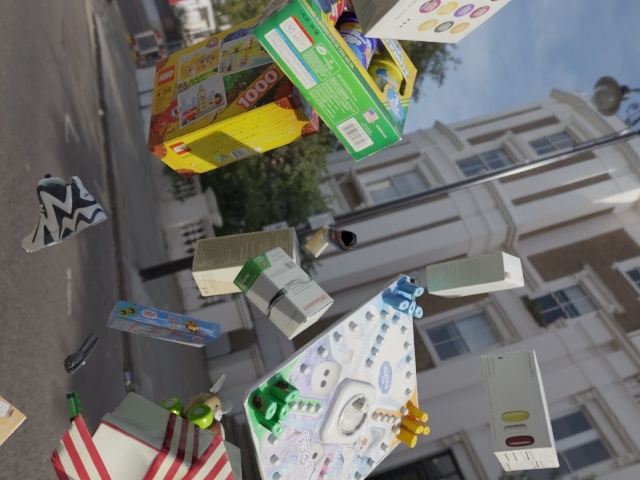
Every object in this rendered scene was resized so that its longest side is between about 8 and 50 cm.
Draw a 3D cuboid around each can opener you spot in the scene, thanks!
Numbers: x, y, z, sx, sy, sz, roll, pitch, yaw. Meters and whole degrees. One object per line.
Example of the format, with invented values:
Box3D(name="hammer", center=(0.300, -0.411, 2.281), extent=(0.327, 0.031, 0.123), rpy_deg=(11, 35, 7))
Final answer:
Box3D(name="can opener", center=(-0.833, 0.395, 2.032), extent=(0.059, 0.073, 0.186), rpy_deg=(64, 24, -20))

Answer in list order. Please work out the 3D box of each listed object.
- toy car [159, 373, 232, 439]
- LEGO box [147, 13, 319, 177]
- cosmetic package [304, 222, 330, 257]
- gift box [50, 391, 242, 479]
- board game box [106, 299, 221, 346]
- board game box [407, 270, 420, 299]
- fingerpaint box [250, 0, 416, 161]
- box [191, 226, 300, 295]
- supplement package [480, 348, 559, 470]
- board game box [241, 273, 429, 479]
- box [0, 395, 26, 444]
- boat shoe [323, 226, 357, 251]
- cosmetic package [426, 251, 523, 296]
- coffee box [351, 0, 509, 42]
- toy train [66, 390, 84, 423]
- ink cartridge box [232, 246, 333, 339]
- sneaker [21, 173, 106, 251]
Box3D(name="toy car", center=(-0.252, 0.396, 1.304), extent=(0.188, 0.149, 0.155), rpy_deg=(-43, 133, -56))
Box3D(name="LEGO box", center=(-0.269, -0.458, 1.811), extent=(0.193, 0.500, 0.372), rpy_deg=(42, 38, -54))
Box3D(name="cosmetic package", center=(0.000, 0.000, 2.114), extent=(0.060, 0.115, 0.041), rpy_deg=(38, -12, 12))
Box3D(name="gift box", center=(-0.260, 0.367, 0.843), extent=(0.276, 0.255, 0.258), rpy_deg=(-65, -173, -6))
Box3D(name="board game box", center=(-0.336, 0.182, 1.231), extent=(0.160, 0.212, 0.039), rpy_deg=(-32, -136, 60))
Box3D(name="board game box", center=(0.232, 0.150, 1.510), extent=(0.186, 0.026, 0.126), rpy_deg=(-12, 113, -75))
Box3D(name="fingerpaint box", center=(0.065, -0.505, 1.554), extent=(0.445, 0.163, 0.371), rpy_deg=(48, 39, -27))
Box3D(name="box", center=(-0.222, 0.065, 1.776), extent=(0.121, 0.311, 0.148), rpy_deg=(79, 7, -45))
Box3D(name="supplement package", center=(0.536, 0.458, 1.559), extent=(0.204, 0.145, 0.261), rpy_deg=(54, 30, -49))
Box3D(name="board game box", center=(0.060, 0.311, 1.023), extent=(0.050, 0.390, 0.389), rpy_deg=(21, -49, 41))
Box3D(name="box", center=(-0.851, 0.444, 1.426), extent=(0.170, 0.091, 0.130), rpy_deg=(45, 27, -13))
Box3D(name="boat shoe", center=(0.081, 0.001, 1.859), extent=(0.183, 0.066, 0.066), rpy_deg=(16, 78, -58))
Box3D(name="cosmetic package", center=(0.415, 0.096, 1.570), extent=(0.117, 0.231, 0.085), rpy_deg=(16, 65, -47))
Box3D(name="coffee box", center=(0.267, -0.693, 1.309), extent=(0.338, 0.334, 0.338), rpy_deg=(-29, -105, 52))
Box3D(name="toy train", center=(-0.385, 0.276, 0.910), extent=(0.023, 0.017, 0.083), rpy_deg=(71, -3, -72))
Box3D(name="ink cartridge box", center=(-0.091, 0.128, 1.451), extent=(0.208, 0.087, 0.153), rpy_deg=(44, 27, 13))
Box3D(name="sneaker", center=(-0.636, -0.075, 1.370), extent=(0.153, 0.235, 0.094), rpy_deg=(66, 25, -7))
